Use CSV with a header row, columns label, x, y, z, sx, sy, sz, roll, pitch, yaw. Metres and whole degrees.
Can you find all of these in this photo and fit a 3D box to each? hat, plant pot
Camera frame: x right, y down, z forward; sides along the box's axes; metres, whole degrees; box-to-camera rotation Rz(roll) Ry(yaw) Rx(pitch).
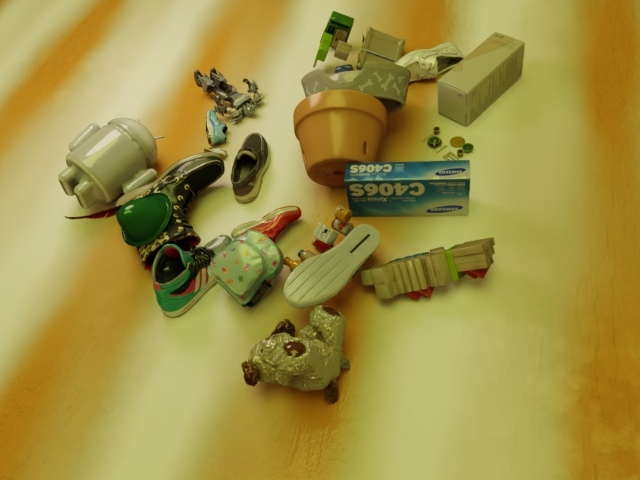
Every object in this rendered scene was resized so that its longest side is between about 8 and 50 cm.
label,x,y,z,sx,sy,sz,roll,pitch,yaw
hat,-0.550,-0.092,1.750,0.173,0.183,0.208,17,71,34
plant pot,0.061,-0.292,1.893,0.291,0.291,0.203,-3,69,8

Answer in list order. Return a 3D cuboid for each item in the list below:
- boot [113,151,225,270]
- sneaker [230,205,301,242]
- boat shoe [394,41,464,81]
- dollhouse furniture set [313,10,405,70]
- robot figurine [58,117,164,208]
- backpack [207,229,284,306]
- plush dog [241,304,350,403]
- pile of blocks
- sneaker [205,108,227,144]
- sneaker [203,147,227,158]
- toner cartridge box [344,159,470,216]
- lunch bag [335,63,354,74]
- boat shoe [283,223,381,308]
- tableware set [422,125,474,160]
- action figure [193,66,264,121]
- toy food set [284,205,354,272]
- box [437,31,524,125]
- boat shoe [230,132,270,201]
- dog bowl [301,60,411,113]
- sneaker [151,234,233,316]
label,x,y,z,sx,sy,sz,roll,pitch,yaw
boot,-0.426,-0.090,1.897,0.378,0.138,0.284,-28,52,-6
sneaker,-0.140,-0.010,1.837,0.221,0.087,0.128,-24,69,-8
boat shoe,0.376,-0.610,2.172,0.277,0.098,0.096,-26,52,-11
dollhouse furniture set,0.140,-0.673,2.287,0.302,0.151,0.197,19,67,-6
robot figurine,-0.681,-0.265,2.039,0.300,0.199,0.353,40,66,7
backpack,-0.196,0.065,1.701,0.166,0.144,0.188,41,80,16
plush dog,-0.071,0.293,1.540,0.226,0.210,0.262,1,23,29
pile of blocks,0.294,0.089,1.664,0.363,0.149,0.112,-14,94,11
sneaker,-0.363,-0.395,2.182,0.073,0.063,0.162,-3,53,-16
sneaker,-0.356,-0.300,2.119,0.083,0.031,0.037,19,45,17
toner cartridge box,0.251,-0.147,1.799,0.348,0.165,0.075,-1,54,11
lunch bag,0.087,-0.574,2.198,0.067,0.098,0.065,-7,49,12
boat shoe,0.037,0.088,1.661,0.335,0.119,0.121,-34,68,-29
tableware set,0.407,-0.313,1.986,0.104,0.024,0.154,-33,54,-15
action figure,-0.327,-0.526,2.241,0.285,0.099,0.185,37,55,27
toy food set,0.000,0.000,1.756,0.105,0.111,0.232,31,94,31
box,0.530,-0.535,2.058,0.311,0.147,0.121,-41,56,-21
boat shoe,-0.230,-0.255,2.015,0.103,0.092,0.285,2,53,12
dog bowl,0.115,-0.467,1.982,0.349,0.349,0.102,-3,89,8
sneaker,-0.364,0.056,1.747,0.124,0.178,0.295,24,60,26
